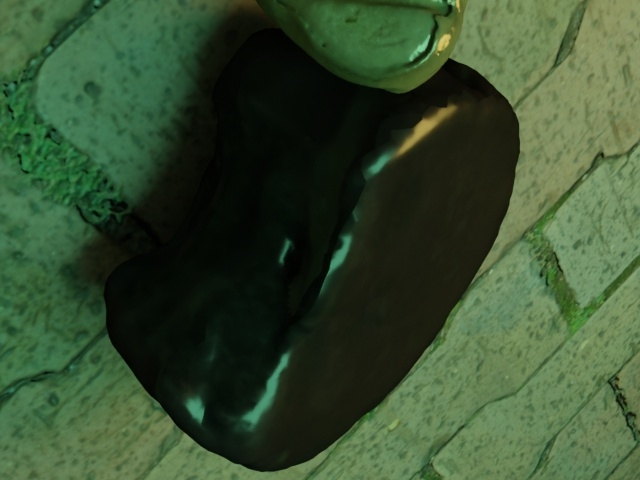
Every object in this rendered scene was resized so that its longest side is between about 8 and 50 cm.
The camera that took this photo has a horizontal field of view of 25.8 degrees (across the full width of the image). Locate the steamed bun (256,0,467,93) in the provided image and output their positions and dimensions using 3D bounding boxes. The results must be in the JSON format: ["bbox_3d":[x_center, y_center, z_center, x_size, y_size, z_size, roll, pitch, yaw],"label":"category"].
[{"bbox_3d":[0.030,-0.210,1.011,0.110,0.231,0.212,11,76,-81],"label":"steamed bun"}]

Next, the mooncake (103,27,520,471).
[{"bbox_3d":[0.000,0.000,1.199,0.381,0.212,0.351,-55,150,5],"label":"mooncake"}]
